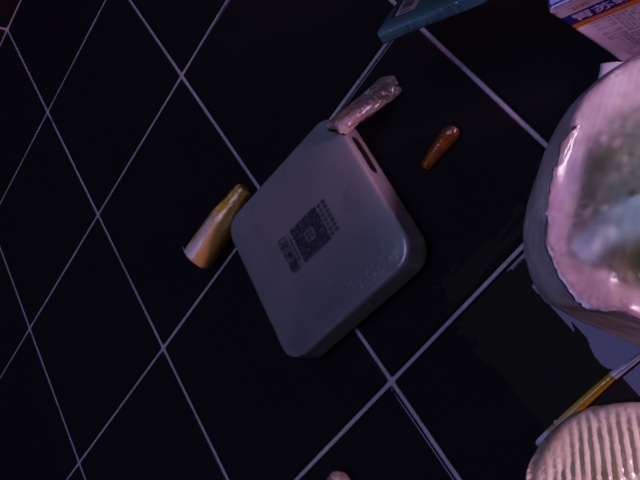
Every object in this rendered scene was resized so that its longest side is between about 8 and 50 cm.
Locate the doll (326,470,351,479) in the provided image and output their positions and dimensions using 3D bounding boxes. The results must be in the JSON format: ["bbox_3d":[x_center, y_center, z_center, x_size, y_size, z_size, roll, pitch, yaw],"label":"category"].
[{"bbox_3d":[0.002,0.575,1.303,0.278,0.149,0.175,-67,16,-4],"label":"doll"}]

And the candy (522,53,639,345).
[{"bbox_3d":[0.474,-0.054,0.922,0.386,0.186,0.427,6,83,29],"label":"candy"}]

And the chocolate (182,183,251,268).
[{"bbox_3d":[-0.228,-0.037,1.615,0.219,0.085,0.086,-52,55,19],"label":"chocolate"}]

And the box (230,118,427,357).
[{"bbox_3d":[0.000,0.000,1.398,0.373,0.090,0.367,-45,57,29],"label":"box"}]

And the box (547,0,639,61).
[{"bbox_3d":[0.439,-0.347,0.913,0.200,0.299,0.106,-17,77,39],"label":"box"}]

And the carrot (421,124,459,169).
[{"bbox_3d":[0.217,-0.170,1.267,0.093,0.032,0.032,-54,54,29],"label":"carrot"}]

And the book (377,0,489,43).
[{"bbox_3d":[0.290,-0.456,1.135,0.379,0.031,0.264,-10,38,40],"label":"book"}]

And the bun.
[{"bbox_3d":[0.417,0.360,0.930,0.287,0.146,0.287,-19,41,17],"label":"bun"}]

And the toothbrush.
[{"bbox_3d":[0.421,0.216,1.047,0.288,0.021,0.024,-53,44,23],"label":"toothbrush"}]

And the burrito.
[{"bbox_3d":[0.086,-0.259,1.340,0.171,0.042,0.051,-37,53,-18],"label":"burrito"}]

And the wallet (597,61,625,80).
[{"bbox_3d":[0.451,-0.212,1.070,0.061,0.025,0.122,9,90,43],"label":"wallet"}]
